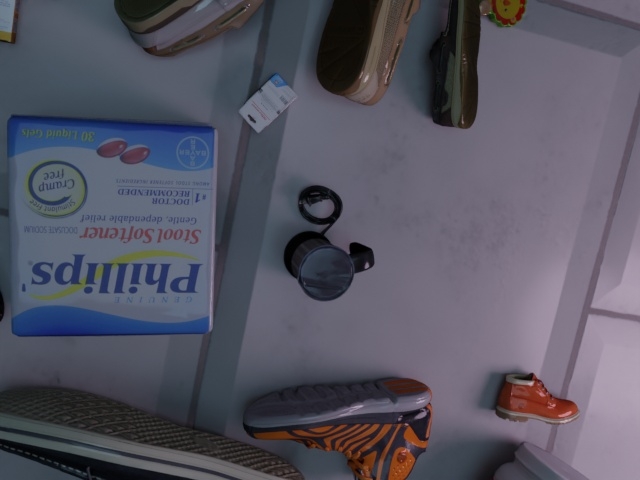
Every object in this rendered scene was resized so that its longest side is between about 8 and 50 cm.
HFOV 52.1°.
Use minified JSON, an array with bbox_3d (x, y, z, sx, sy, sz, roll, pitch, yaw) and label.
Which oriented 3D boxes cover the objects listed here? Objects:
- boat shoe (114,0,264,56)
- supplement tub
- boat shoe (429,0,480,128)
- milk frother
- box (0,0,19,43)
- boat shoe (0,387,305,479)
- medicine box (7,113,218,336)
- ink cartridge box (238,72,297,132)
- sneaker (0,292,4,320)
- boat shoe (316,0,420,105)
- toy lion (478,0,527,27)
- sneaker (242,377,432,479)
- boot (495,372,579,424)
[{"bbox_3d":[-0.134,-0.361,0.917,0.302,0.103,0.113,-26,69,-2],"label":"boat shoe"},{"bbox_3d":[0.354,0.512,1.131,0.191,0.191,0.272,30,92,-15],"label":"supplement tub"},{"bbox_3d":[0.204,-0.287,1.018,0.073,0.080,0.224,6,105,32],"label":"boat shoe"},{"bbox_3d":[0.000,0.000,0.993,0.129,0.135,0.143,-30,104,-7],"label":"milk frother"},{"bbox_3d":[-0.453,-0.345,0.890,0.081,0.028,0.136,9,95,-14],"label":"box"},{"bbox_3d":[-0.262,0.351,0.975,0.500,0.187,0.156,25,88,-20],"label":"boat shoe"},{"bbox_3d":[-0.282,-0.023,0.920,0.263,0.149,0.290,1,99,-12],"label":"medicine box"},{"bbox_3d":[-0.082,-0.208,0.994,0.083,0.028,0.048,-44,105,-2],"label":"ink cartridge box"},{"bbox_3d":[-0.527,0.034,0.908,0.097,0.084,0.235,-15,104,-6],"label":"sneaker"},{"bbox_3d":[0.090,-0.375,0.972,0.110,0.121,0.341,8,103,-51],"label":"boat shoe"},{"bbox_3d":[0.287,-0.393,1.044,0.096,0.034,0.100,-4,100,-19],"label":"toy lion"},{"bbox_3d":[0.035,0.335,1.065,0.321,0.124,0.180,-2,99,-12],"label":"sneaker"},{"bbox_3d":[0.396,0.281,1.171,0.157,0.059,0.085,7,93,-12],"label":"boot"}]
